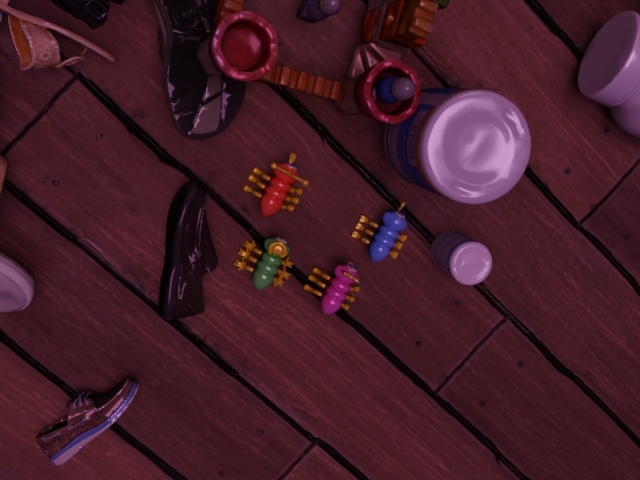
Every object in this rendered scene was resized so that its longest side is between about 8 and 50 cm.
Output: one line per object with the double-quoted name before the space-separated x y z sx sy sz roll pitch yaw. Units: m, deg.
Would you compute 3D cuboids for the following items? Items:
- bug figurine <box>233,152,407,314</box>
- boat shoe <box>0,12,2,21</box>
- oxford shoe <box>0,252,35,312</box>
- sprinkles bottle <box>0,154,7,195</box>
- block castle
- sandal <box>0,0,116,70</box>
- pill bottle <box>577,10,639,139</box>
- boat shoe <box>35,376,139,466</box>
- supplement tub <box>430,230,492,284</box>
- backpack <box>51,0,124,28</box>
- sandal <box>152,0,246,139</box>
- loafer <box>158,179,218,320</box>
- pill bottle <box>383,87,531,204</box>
"bug figurine" 0.000 0.000 1.281 0.279 0.072 0.216 22 97 -15
"boat shoe" -0.499 -0.289 1.110 0.113 0.105 0.306 -17 95 26
"oxford shoe" -0.617 0.041 1.097 0.450 0.130 0.169 18 139 -25
"sprinkles bottle" -0.609 -0.110 1.082 0.356 0.121 0.121 18 98 -27
"block castle" 0.032 -0.399 1.090 0.303 0.213 0.453 13 91 -23
"sandal" -0.398 -0.271 1.111 0.240 0.088 0.079 28 88 -43
"pill bottle" 0.584 -0.226 1.285 0.334 0.188 0.187 21 97 -14
"boat shoe" -0.363 0.270 1.270 0.183 0.066 0.066 -42 104 0
"supplement tub" 0.223 0.026 1.310 0.071 0.107 0.070 -2 102 -11
"backpack" -0.355 -0.416 1.032 0.277 0.263 0.213 27 89 -21
"sandal" -0.185 -0.294 1.185 0.120 0.086 0.302 -10 87 -21
"loafer" -0.195 0.016 1.252 0.078 0.080 0.219 6 105 -22
"pill bottle" 0.178 -0.143 1.181 0.152 0.272 0.152 -2 101 -10
